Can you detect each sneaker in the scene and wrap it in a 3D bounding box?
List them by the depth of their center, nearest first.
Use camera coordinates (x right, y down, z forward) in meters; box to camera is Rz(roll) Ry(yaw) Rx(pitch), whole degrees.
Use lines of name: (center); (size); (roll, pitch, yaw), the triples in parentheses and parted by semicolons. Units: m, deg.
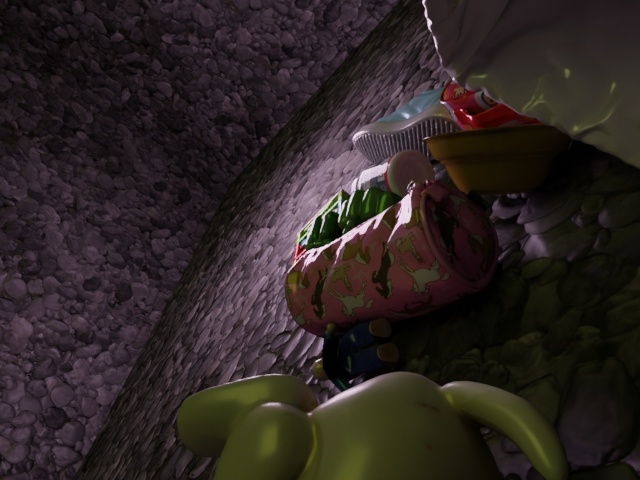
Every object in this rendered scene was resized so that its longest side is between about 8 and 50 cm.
sneaker: (0.217, -0.249, 1.219); (0.150, 0.135, 0.366); (-51, 25, -20)

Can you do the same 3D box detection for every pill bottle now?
pill bottle: (0.142, -0.117, 1.159); (0.108, 0.108, 0.180); (-59, 19, -18)

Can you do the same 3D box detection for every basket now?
basket: (0.298, -0.293, 0.565); (0.331, 0.328, 0.266); (37, 87, 28)

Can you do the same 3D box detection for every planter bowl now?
planter bowl: (0.260, -0.112, 0.815); (0.217, 0.217, 0.090); (-170, 74, -70)

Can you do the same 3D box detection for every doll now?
doll: (0.043, 0.187, 0.876); (0.189, 0.046, 0.129); (-36, 64, 48)

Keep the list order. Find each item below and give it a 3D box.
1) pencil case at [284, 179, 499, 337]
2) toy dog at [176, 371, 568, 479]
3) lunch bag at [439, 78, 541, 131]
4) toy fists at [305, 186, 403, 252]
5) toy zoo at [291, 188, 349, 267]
pencil case: (0.091, 0.046, 0.885); (0.386, 0.160, 0.167); (-33, 39, 51)
toy dog: (0.029, 0.330, 0.425); (0.395, 0.284, 0.408); (-23, 31, 24)
lunch bag: (0.330, -0.260, 0.865); (0.258, 0.120, 0.293); (-46, 20, -16)
toy fists: (0.071, -0.009, 1.076); (0.279, 0.142, 0.096); (-30, 29, 52)
toy zoo: (0.000, 0.000, 1.418); (0.192, 0.030, 0.293); (-45, 19, 24)
